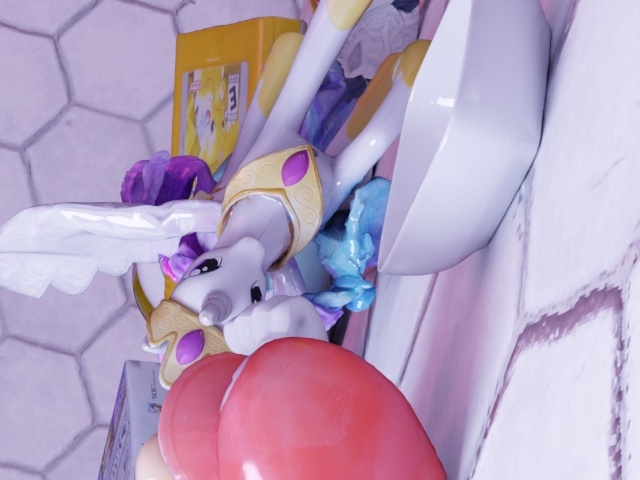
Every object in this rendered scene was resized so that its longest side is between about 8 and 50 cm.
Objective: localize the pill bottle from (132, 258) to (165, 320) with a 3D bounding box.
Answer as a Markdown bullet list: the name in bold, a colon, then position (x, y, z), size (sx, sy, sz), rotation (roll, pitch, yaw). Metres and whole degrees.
- **pill bottle**: position (-0.132, 0.030, 2.054), size (0.334, 0.188, 0.188), rotation (135, 150, -79)

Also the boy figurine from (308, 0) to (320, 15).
- **boy figurine**: position (0.008, -0.182, 1.760), size (0.177, 0.092, 0.285), rotation (113, 168, -71)

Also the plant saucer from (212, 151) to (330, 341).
- **plant saucer**: position (-0.068, 0.061, 1.507), size (0.317, 0.044, 0.317), rotation (-178, 90, -69)

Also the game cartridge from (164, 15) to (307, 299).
- **game cartridge**: position (-0.095, -0.054, 1.695), size (0.285, 0.053, 0.323), rotation (-174, 88, -68)

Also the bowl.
- **bowl**: position (0.078, -0.060, 0.876), size (0.142, 0.053, 0.142), rotation (111, 172, -51)

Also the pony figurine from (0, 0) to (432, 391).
- **pony figurine**: position (-0.056, -0.010, 1.212), size (0.363, 0.303, 0.351), rotation (-60, 7, -26)

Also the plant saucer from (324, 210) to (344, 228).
- **plant saucer**: position (0.000, 0.000, 1.673), size (0.119, 0.021, 0.119), rotation (-164, 90, -84)

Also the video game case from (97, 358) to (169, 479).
- **video game case**: position (-0.186, 0.300, 1.703), size (0.244, 0.061, 0.269), rotation (-105, 26, -52)

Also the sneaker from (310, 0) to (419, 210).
- **sneaker**: position (0.021, -0.157, 1.505), size (0.153, 0.094, 0.235), rotation (-109, 23, -65)

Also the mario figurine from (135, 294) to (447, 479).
- **mario figurine**: position (-0.048, 0.157, 0.880), size (0.198, 0.170, 0.320), rotation (58, 154, 33)
